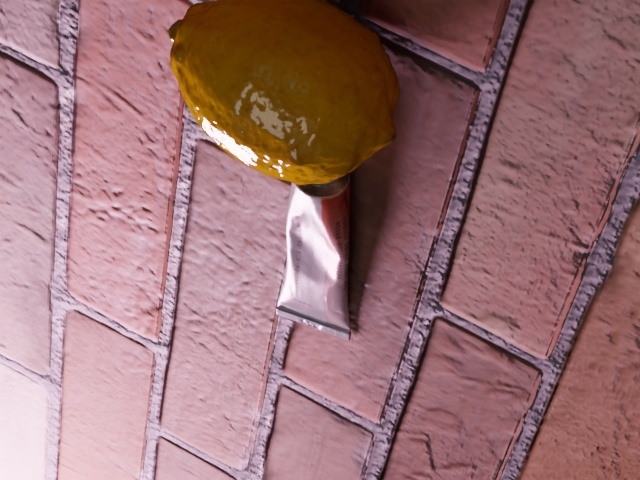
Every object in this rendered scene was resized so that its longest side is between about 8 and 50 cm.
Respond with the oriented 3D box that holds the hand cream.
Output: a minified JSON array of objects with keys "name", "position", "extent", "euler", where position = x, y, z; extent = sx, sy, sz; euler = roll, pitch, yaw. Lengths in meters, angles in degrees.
[{"name":"hand cream","position":[0.000,0.002,1.291],"extent":[0.052,0.038,0.216],"euler":[48,156,26]}]

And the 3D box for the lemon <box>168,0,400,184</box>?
[{"name":"lemon","position":[-0.023,-0.097,1.129],"extent":[0.155,0.114,0.114],"euler":[31,143,8]}]
